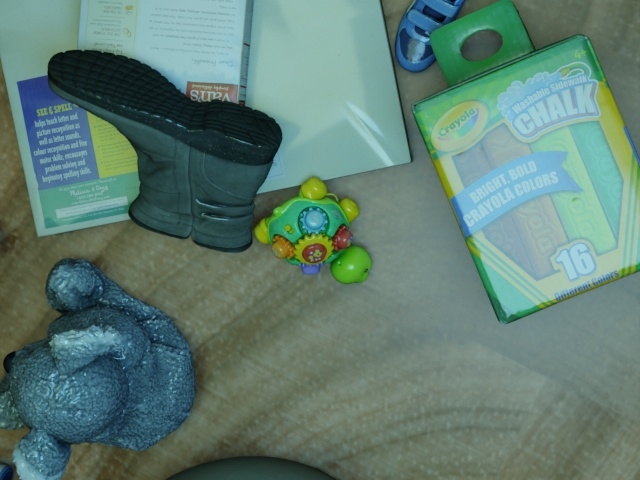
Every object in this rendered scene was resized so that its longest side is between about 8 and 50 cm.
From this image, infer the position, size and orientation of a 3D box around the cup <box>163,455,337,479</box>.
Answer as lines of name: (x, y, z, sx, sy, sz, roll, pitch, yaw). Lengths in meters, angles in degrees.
cup: (-0.097, 0.356, 1.309, 0.331, 0.237, 0.331, -4, 72, 13)

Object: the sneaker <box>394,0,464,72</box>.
sneaker: (0.118, -0.240, 1.387, 0.053, 0.059, 0.144, 27, 97, 3)

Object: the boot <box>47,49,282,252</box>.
boot: (-0.168, -0.078, 1.347, 0.246, 0.083, 0.161, 22, 127, -2)

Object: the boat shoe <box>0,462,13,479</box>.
boat shoe: (-0.393, 0.324, 1.486, 0.066, 0.066, 0.183, 17, 85, 11)

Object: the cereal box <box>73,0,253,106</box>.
cereal box: (-0.154, -0.245, 1.374, 0.173, 0.047, 0.240, 6, 95, 7)

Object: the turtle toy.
turtle toy: (0.000, 0.000, 1.401, 0.130, 0.066, 0.095, 31, 119, -34)

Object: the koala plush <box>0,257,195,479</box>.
koala plush: (-0.237, 0.142, 1.372, 0.203, 0.221, 0.196, 25, 96, 5)

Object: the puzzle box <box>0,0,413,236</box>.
puzzle box: (-0.127, -0.173, 1.425, 0.409, 0.052, 0.272, -10, 92, 8)

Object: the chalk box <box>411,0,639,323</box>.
chalk box: (0.201, -0.090, 1.325, 0.180, 0.179, 0.289, -24, 90, 7)
